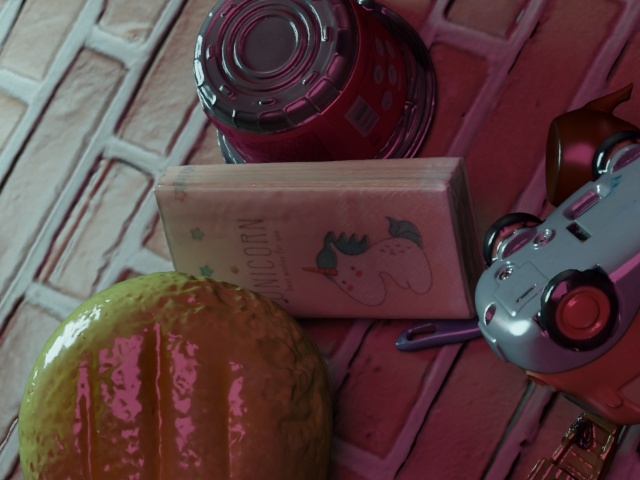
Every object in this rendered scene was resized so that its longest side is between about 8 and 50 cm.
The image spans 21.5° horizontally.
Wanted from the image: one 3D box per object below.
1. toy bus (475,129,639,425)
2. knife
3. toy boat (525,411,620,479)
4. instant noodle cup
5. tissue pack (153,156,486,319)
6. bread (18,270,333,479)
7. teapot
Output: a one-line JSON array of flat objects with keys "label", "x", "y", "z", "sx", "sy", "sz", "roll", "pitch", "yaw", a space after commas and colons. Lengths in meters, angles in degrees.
[{"label": "toy bus", "x": 0.302, "y": 0.047, "z": 1.580, "sx": 0.288, "sy": 0.232, "sz": 0.194, "roll": -40, "pitch": 25, "yaw": 2}, {"label": "knife", "x": 0.223, "y": 0.062, "z": 1.715, "sx": 0.313, "sy": 0.019, "sz": 0.044, "roll": -15, "pitch": 56, "yaw": 16}, {"label": "toy boat", "x": 0.219, "y": 0.250, "z": 1.615, "sx": 0.057, "sy": 0.077, "sz": 0.200, "roll": 34, "pitch": 87, "yaw": 29}, {"label": "instant noodle cup", "x": -0.023, "y": -0.175, "z": 1.799, "sx": 0.258, "sy": 0.181, "sz": 0.302, "roll": -20, "pitch": 66, "yaw": 13}, {"label": "tissue pack", "x": 0.000, "y": 0.000, "z": 1.743, "sx": 0.325, "sy": 0.170, "sz": 0.071, "roll": -1, "pitch": 34, "yaw": 23}, {"label": "bread", "x": -0.144, "y": 0.192, "z": 1.688, "sx": 0.321, "sy": 0.237, "sz": 0.320, "roll": -1, "pitch": 86, "yaw": 21}, {"label": "teapot", "x": 0.285, "y": -0.073, "z": 1.692, "sx": 0.116, "sy": 0.116, "sz": 0.173, "roll": 5, "pitch": 98, "yaw": 23}]
